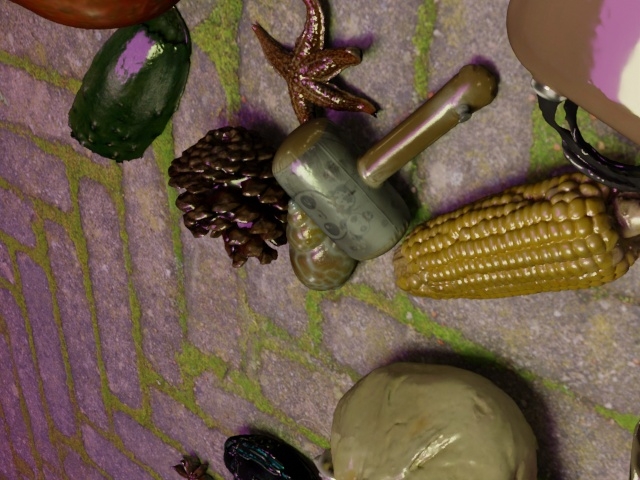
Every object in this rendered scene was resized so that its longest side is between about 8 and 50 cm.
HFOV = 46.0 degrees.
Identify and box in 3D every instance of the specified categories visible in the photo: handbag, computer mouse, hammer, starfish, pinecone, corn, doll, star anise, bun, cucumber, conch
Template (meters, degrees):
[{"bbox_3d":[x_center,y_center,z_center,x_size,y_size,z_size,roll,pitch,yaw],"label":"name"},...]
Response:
[{"bbox_3d":[0.309,-0.171,0.667,0.302,0.149,0.283,39,132,18],"label":"handbag"},{"bbox_3d":[-0.086,0.441,1.438,0.241,0.077,0.146,26,129,27],"label":"computer mouse"},{"bbox_3d":[0.094,-0.111,0.936,0.202,0.113,0.305,45,126,-16],"label":"hammer"},{"bbox_3d":[-0.020,-0.225,1.011,0.238,0.057,0.213,30,131,29],"label":"starfish"},{"bbox_3d":[-0.124,-0.064,1.121,0.184,0.179,0.205,52,161,43],"label":"pinecone"},{"bbox_3d":[0.220,0.004,0.863,0.347,0.130,0.130,-16,101,48],"label":"corn"},{"bbox_3d":[0.035,0.428,1.315,0.129,0.081,0.207,32,134,37],"label":"doll"},{"bbox_3d":[-0.280,0.541,1.703,0.141,0.042,0.141,19,121,34],"label":"star anise"},{"bbox_3d":[0.139,0.335,1.031,0.361,0.213,0.361,17,111,55],"label":"bun"},{"bbox_3d":[-0.318,-0.249,1.249,0.145,0.105,0.325,55,135,5],"label":"cucumber"},{"bbox_3d":[0.000,0.015,1.099,0.116,0.106,0.173,67,156,20],"label":"conch"}]

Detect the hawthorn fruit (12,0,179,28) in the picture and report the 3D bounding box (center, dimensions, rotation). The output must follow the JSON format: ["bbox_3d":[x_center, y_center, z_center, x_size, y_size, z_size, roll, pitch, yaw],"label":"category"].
[{"bbox_3d":[-0.316,-0.460,0.946,0.402,0.403,0.403,22,127,33],"label":"hawthorn fruit"}]

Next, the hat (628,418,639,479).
[{"bbox_3d":[0.440,0.246,0.849,0.175,0.085,0.147,37,126,-9],"label":"hat"}]
